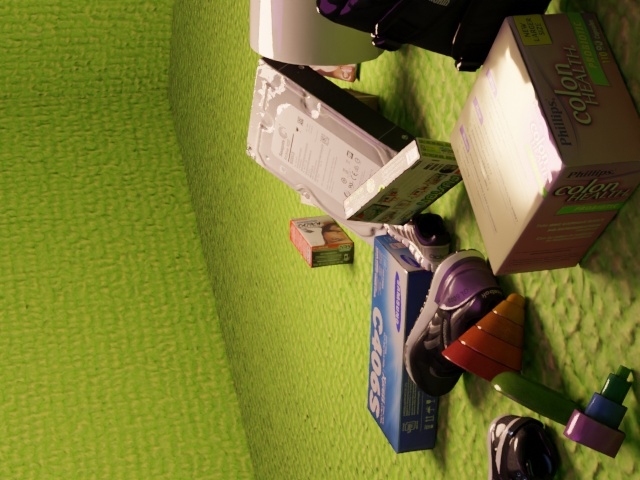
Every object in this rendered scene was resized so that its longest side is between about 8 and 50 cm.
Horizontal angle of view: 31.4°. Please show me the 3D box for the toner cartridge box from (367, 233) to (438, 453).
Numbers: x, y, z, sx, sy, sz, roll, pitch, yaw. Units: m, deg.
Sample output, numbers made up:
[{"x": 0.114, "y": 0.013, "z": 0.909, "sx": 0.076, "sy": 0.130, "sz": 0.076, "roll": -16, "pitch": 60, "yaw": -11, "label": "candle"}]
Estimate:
[{"x": 0.145, "y": 0.177, "z": 1.973, "sx": 0.165, "sy": 0.075, "sz": 0.348, "roll": -130, "pitch": 38, "yaw": -62, "label": "toner cartridge box"}]

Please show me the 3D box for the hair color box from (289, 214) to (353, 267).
[{"x": 0.000, "y": 0.000, "z": 2.392, "sx": 0.167, "sy": 0.093, "sz": 0.053, "roll": -128, "pitch": 36, "yaw": -61, "label": "hair color box"}]

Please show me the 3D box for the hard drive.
[{"x": 0.017, "y": -0.158, "z": 2.009, "sx": 0.339, "sy": 0.064, "sz": 0.237, "roll": 38, "pitch": 141, "yaw": 21, "label": "hard drive"}]

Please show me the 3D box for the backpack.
[{"x": 0.188, "y": -0.394, "z": 1.287, "sx": 0.355, "sy": 0.290, "sz": 0.273, "roll": 131, "pitch": 146, "yaw": -60, "label": "backpack"}]

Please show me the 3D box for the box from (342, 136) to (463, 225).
[{"x": 0.135, "y": -0.085, "z": 1.737, "sx": 0.207, "sy": 0.114, "sz": 0.036, "roll": -40, "pitch": 53, "yaw": 48, "label": "box"}]

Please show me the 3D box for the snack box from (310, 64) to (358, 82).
[{"x": -0.013, "y": -0.356, "z": 2.204, "sx": 0.022, "sy": 0.178, "sz": 0.064, "roll": -55, "pitch": -24, "yaw": -53, "label": "snack box"}]

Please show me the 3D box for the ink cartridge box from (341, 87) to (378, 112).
[{"x": 0.045, "y": -0.168, "z": 2.187, "sx": 0.193, "sy": 0.088, "sz": 0.235, "roll": -149, "pitch": 54, "yaw": -69, "label": "ink cartridge box"}]

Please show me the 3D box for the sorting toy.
[{"x": 0.290, "y": 0.156, "z": 1.470, "sx": 0.126, "sy": 0.127, "sz": 0.365, "roll": -64, "pitch": 22, "yaw": 2, "label": "sorting toy"}]

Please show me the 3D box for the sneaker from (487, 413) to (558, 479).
[{"x": 0.277, "y": 0.349, "z": 1.556, "sx": 0.121, "sy": 0.079, "sz": 0.217, "roll": 158, "pitch": 107, "yaw": -75, "label": "sneaker"}]

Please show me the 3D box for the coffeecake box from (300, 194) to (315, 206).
[{"x": 0.002, "y": -0.167, "z": 2.371, "sx": 0.142, "sy": 0.068, "sz": 0.186, "roll": -160, "pitch": 65, "yaw": -73, "label": "coffeecake box"}]

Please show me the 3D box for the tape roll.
[{"x": -0.002, "y": -0.418, "z": 1.978, "sx": 0.246, "sy": 0.246, "sz": 0.169, "roll": -122, "pitch": 31, "yaw": -58, "label": "tape roll"}]

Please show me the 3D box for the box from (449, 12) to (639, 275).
[{"x": 0.267, "y": -0.112, "z": 1.366, "sx": 0.243, "sy": 0.117, "sz": 0.214, "roll": 108, "pitch": 152, "yaw": -57, "label": "box"}]

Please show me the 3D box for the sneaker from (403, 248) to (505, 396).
[{"x": 0.205, "y": 0.158, "z": 1.715, "sx": 0.124, "sy": 0.107, "sz": 0.283, "roll": -120, "pitch": 28, "yaw": -43, "label": "sneaker"}]

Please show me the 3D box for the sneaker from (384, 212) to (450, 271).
[{"x": 0.161, "y": -0.024, "z": 1.858, "sx": 0.170, "sy": 0.063, "sz": 0.075, "roll": 51, "pitch": 140, "yaw": 42, "label": "sneaker"}]
